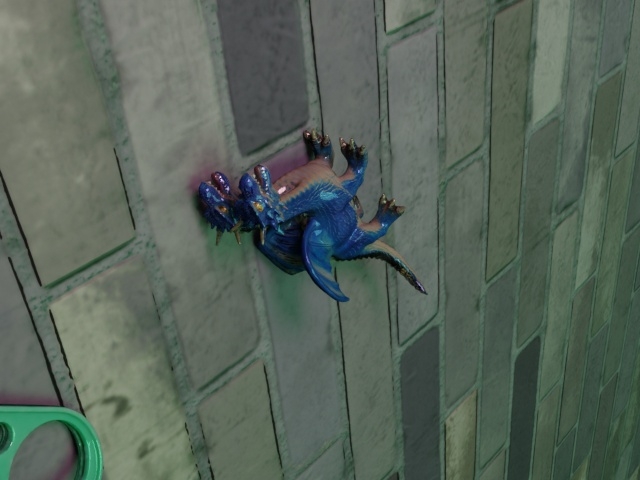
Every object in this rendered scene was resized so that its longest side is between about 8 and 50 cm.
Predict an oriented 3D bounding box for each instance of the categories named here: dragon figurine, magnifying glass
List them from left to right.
[{"bbox_3d":[-0.230,0.132,0.526,0.231,0.026,0.092,55,45,-42],"label":"magnifying glass"},{"bbox_3d":[0.000,0.000,0.702,0.144,0.085,0.289,-54,140,-17],"label":"dragon figurine"}]
